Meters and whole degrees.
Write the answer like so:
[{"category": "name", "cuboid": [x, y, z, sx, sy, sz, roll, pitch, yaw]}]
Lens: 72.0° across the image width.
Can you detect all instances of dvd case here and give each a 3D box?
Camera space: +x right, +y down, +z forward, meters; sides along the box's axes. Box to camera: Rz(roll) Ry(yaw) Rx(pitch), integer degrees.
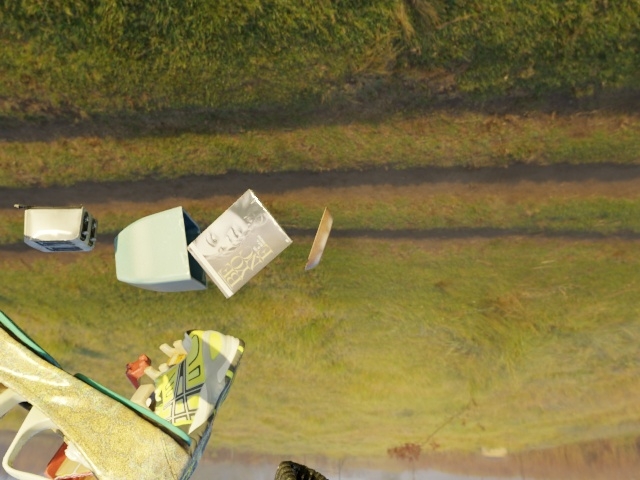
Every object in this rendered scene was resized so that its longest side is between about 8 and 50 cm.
[{"category": "dvd case", "cuboid": [-0.198, 0.010, 1.070, 0.221, 0.165, 0.018, -41, 175, 12]}]

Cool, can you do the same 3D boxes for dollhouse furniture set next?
[{"category": "dollhouse furniture set", "cuboid": [-0.472, 0.456, 1.126, 0.201, 0.374, 0.152, -16, 118, 23]}]

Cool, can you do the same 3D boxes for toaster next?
[{"category": "toaster", "cuboid": [-0.789, -0.036, 1.333, 0.185, 0.110, 0.168, -1, 166, -13]}]

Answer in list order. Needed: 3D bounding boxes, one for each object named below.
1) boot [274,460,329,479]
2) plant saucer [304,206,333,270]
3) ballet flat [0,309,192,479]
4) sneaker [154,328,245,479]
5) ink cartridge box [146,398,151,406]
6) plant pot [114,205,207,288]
[{"category": "boot", "cuboid": [-0.111, 0.564, 0.874, 0.347, 0.261, 0.131, 3, 168, 40]}, {"category": "plant saucer", "cuboid": [0.000, 0.000, 1.290, 0.036, 0.199, 0.199, 20, 154, -1]}, {"category": "ballet flat", "cuboid": [-0.303, 0.174, 0.467, 0.348, 0.123, 0.123, 30, 156, 8]}, {"category": "sneaker", "cuboid": [-0.291, 0.359, 0.916, 0.147, 0.385, 0.145, 21, 134, 0]}, {"category": "ink cartridge box", "cuboid": [-0.469, 0.559, 1.304, 0.197, 0.114, 0.273, 39, 156, -2]}, {"category": "plant pot", "cuboid": [-0.553, 0.056, 1.514, 0.251, 0.248, 0.248, -11, 166, -4]}]
